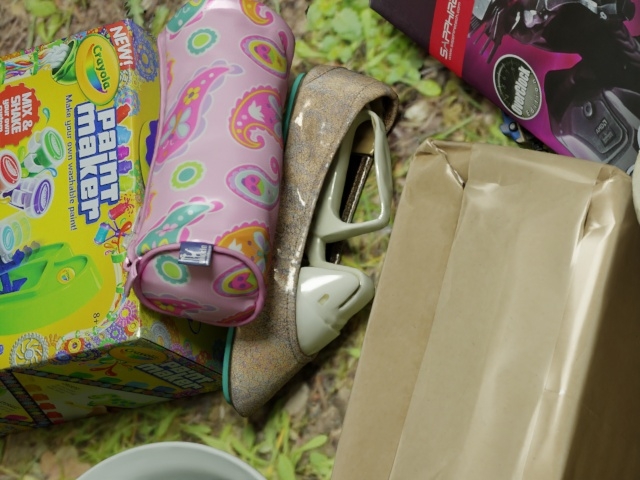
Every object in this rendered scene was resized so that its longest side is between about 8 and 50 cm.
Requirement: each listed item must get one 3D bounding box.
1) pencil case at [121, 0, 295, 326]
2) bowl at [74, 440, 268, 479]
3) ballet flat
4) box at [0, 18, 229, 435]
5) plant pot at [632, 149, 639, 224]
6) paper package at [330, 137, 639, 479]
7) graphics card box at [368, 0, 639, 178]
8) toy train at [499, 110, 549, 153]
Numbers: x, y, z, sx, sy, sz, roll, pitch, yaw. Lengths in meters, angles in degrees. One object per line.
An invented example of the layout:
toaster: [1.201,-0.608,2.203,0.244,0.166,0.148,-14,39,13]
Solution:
pencil case: [-0.089,-0.067,1.622,0.124,0.124,0.284,-13,51,25]
bowl: [-0.101,0.320,1.594,0.298,0.134,0.297,-10,69,26]
ballet flat: [0.000,0.000,1.670,0.106,0.107,0.316,8,78,21]
box: [-0.236,-0.002,1.753,0.279,0.177,0.290,-14,67,23]
plant pot: [0.358,0.104,1.286,0.334,0.334,0.305,22,128,32]
paper package: [0.162,0.130,1.402,0.168,0.325,0.309,9,77,30]
graphics card box: [0.198,-0.198,1.559,0.371,0.094,0.232,42,139,31]
toy train: [0.179,-0.055,1.634,0.036,0.027,0.158,-28,62,30]
